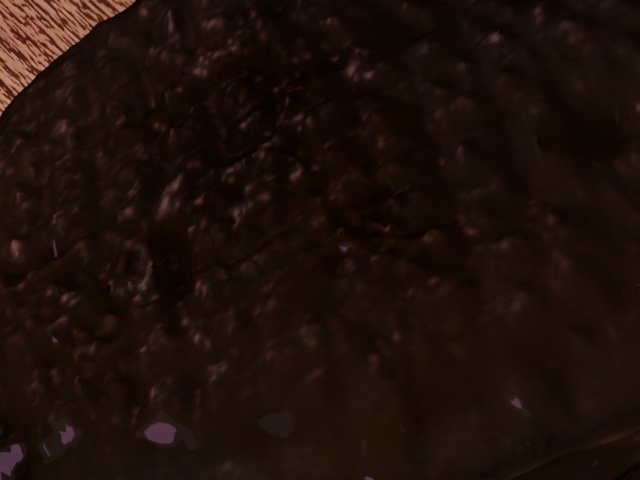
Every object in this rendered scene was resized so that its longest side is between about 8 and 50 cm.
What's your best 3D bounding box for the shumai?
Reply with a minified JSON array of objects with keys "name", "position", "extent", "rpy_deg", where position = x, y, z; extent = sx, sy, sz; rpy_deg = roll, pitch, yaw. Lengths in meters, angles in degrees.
[{"name":"shumai","position":[0.043,0.059,0.824],"extent":[0.324,0.397,0.323],"rpy_deg":[-88,-23,-43]}]
